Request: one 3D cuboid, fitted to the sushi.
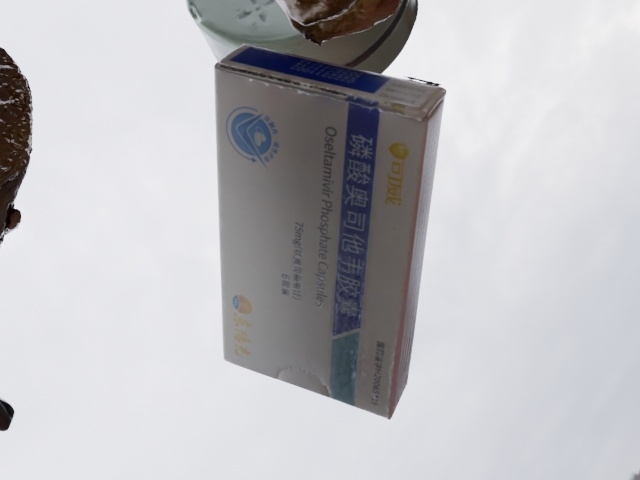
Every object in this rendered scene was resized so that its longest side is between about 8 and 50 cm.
[{"bbox_3d":[-0.133,-0.026,0.306,0.052,0.120,0.055,11,-50,-28],"label":"sushi"}]

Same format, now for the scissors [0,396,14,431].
[{"bbox_3d":[-0.207,0.008,0.320,0.220,0.088,0.017,38,-112,-17],"label":"scissors"}]

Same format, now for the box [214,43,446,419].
[{"bbox_3d":[0.000,0.000,0.834,0.065,0.200,0.344,-49,-31,-49],"label":"box"}]

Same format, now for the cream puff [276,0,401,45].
[{"bbox_3d":[-0.016,-0.298,0.816,0.241,0.269,0.155,23,-61,-34],"label":"cream puff"}]

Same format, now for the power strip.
[{"bbox_3d":[-0.016,-0.385,1.345,0.358,0.357,0.161,-58,-29,-15],"label":"power strip"}]
